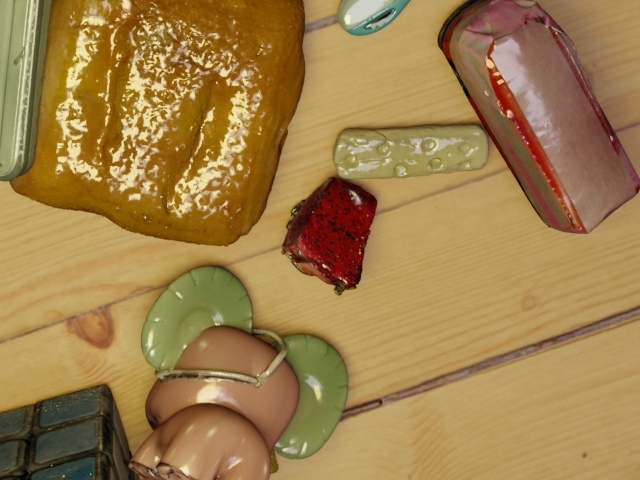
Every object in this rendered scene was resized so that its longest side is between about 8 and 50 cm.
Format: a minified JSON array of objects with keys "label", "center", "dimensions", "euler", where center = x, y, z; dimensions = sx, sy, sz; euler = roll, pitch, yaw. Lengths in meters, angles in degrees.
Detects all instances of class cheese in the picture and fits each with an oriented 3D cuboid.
[{"label":"cheese","center":[0.111,-0.109,1.731],"dimensions":[0.194,0.043,0.064],"euler":[-3,107,-9]}]

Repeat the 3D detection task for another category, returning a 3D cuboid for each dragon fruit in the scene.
[{"label":"dragon fruit","center":[0.000,0.000,1.724],"dimensions":[0.102,0.096,0.147],"euler":[37,56,-21]}]

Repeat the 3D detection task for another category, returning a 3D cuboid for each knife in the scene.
[{"label":"knife","center":[0.116,-0.317,1.673],"dimensions":[0.222,0.031,0.064],"euler":[-33,106,-1]}]

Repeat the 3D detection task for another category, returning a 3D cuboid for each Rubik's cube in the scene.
[{"label":"Rubik's cube","center":[-0.353,0.391,1.684],"dimensions":[0.305,0.301,0.303],"euler":[-13,109,-3]}]

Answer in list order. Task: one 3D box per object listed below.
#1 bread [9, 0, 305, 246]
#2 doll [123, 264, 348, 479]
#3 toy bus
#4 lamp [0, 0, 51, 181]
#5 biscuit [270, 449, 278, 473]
[{"label":"bread","center":[-0.187,-0.172,1.609],"dimensions":[0.337,0.148,0.328],"euler":[17,104,-14]},{"label":"doll","center":[-0.103,0.191,1.701],"dimensions":[0.284,0.216,0.268],"euler":[36,69,-19]},{"label":"toy bus","center":[0.266,-0.155,1.691],"dimensions":[0.127,0.147,0.302],"euler":[-34,111,-3]},{"label":"lamp","center":[-0.422,-0.220,1.547],"dimensions":[0.267,0.047,0.269],"euler":[15,107,18]},{"label":"biscuit","center":[-0.102,0.277,1.834],"dimensions":[0.083,0.018,0.081],"euler":[-14,110,-4]}]
